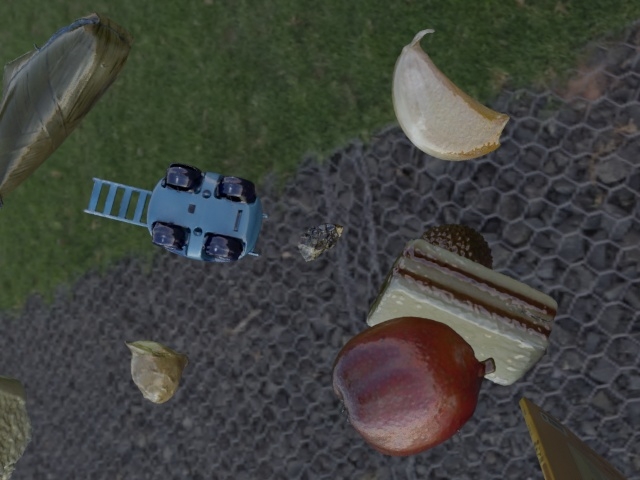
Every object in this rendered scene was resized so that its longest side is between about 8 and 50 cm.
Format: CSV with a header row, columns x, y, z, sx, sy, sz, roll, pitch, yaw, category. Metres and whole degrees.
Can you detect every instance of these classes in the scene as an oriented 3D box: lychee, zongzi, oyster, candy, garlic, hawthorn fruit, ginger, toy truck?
x,y,z,sx,sy,sz,roll,pitch,yaw,category
0.319,0.048,2.103,0.238,0.200,0.200,-81,14,-68,lychee
-0.380,-0.186,1.233,0.228,0.115,0.256,-21,49,34,zongzi
0.003,-0.001,1.436,0.054,0.083,0.019,65,167,-26,oyster
0.266,0.135,1.650,0.179,0.320,0.135,107,-173,-56,candy
0.207,-0.239,1.502,0.164,0.245,0.145,-29,28,40,garlic
0.113,0.166,1.036,0.188,0.169,0.169,-24,66,4,hawthorn fruit
-0.326,0.272,1.769,0.115,0.193,0.123,-3,76,7,ginger
-0.108,-0.022,0.626,0.074,0.136,0.063,99,-175,-83,toy truck

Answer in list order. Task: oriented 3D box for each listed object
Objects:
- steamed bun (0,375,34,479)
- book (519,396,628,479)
x,y,z,sx,sy,sz,roll,pitch,yaw,category
-0.436,0.222,0.870,0.225,0.200,0.171,-8,82,15,steamed bun
0.454,0.411,1.433,0.269,0.389,0.032,40,102,-1,book
